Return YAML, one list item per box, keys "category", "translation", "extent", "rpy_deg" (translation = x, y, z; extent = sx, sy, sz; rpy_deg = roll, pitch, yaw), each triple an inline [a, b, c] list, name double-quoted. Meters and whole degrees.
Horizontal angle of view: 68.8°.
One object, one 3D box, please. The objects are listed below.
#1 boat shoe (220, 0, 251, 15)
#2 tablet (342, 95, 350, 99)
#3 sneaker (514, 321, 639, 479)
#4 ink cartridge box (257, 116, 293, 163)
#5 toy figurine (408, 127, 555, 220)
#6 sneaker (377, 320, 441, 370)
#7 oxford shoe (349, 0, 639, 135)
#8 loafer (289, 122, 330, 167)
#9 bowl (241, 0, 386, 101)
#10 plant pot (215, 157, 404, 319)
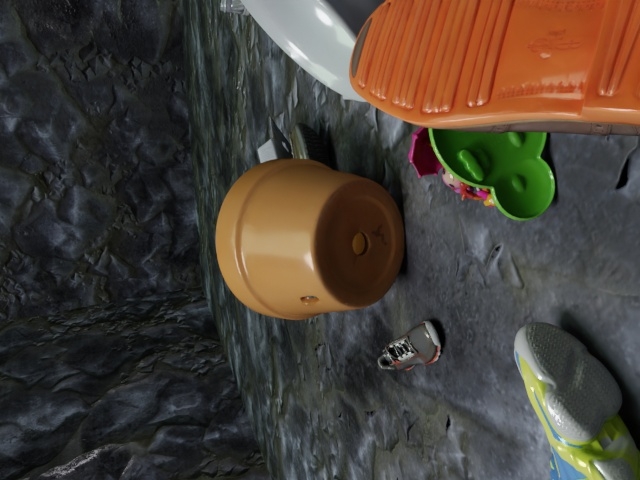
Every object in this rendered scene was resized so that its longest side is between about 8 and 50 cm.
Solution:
- category: "boat shoe"
  translation: [-0.257, -0.779, 1.307]
  extent: [0.118, 0.103, 0.321]
  rpy_deg: [148, 111, -66]
- category: "tablet"
  translation: [0.059, -0.285, 0.851]
  extent: [0.083, 0.006, 0.054]
  rpy_deg: [-146, 51, -61]
- category: "sneaker"
  translation: [0.249, 0.207, 0.462]
  extent: [0.126, 0.091, 0.240]
  rpy_deg: [110, 143, -52]
- category: "ink cartridge box"
  translation: [-0.081, -0.134, 1.069]
  extent: [0.223, 0.045, 0.224]
  rpy_deg: [42, -146, -75]
- category: "toy figurine"
  translation: [0.172, -0.099, 0.553]
  extent: [0.173, 0.130, 0.159]
  rpy_deg: [57, 173, -5]
- category: "sneaker"
  translation: [0.139, 0.182, 0.757]
  extent: [0.158, 0.064, 0.061]
  rpy_deg: [114, 141, -54]
- category: "oxford shoe"
  translation: [0.169, -0.135, 0.380]
  extent: [0.363, 0.132, 0.130]
  rpy_deg: [28, 104, 46]
- category: "loafer"
  translation: [-0.028, -0.123, 0.979]
  extent: [0.087, 0.094, 0.251]
  rpy_deg: [-18, 80, 31]
- category: "bowl"
  translation: [0.010, -0.357, 0.693]
  extent: [0.134, 0.298, 0.298]
  rpy_deg: [-51, 32, 1]
- category: "plant pot"
  translation: [0.000, 0.000, 0.783]
  extent: [0.203, 0.290, 0.291]
  rpy_deg: [4, 102, 51]
